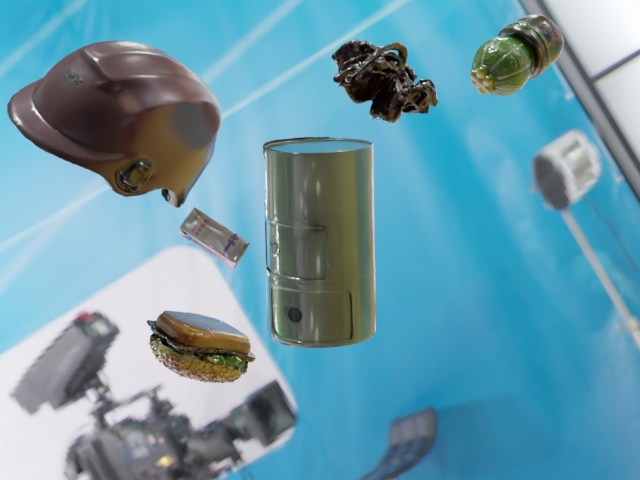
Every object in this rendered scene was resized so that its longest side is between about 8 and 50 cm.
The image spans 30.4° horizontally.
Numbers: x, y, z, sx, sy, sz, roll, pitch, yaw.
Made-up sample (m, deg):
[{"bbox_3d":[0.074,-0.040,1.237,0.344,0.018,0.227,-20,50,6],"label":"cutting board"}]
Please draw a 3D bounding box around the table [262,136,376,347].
[{"bbox_3d":[0.000,0.000,1.326,0.126,0.220,0.126,0,13,0],"label":"table"}]

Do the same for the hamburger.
[{"bbox_3d":[-0.188,0.171,1.821,0.166,0.087,0.137,15,8,-39],"label":"hamburger"}]

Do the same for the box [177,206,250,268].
[{"bbox_3d":[-0.182,-0.004,2.005,0.050,0.117,0.036,-60,3,-26],"label":"box"}]

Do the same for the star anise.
[{"bbox_3d":[0.119,-0.281,2.063,0.126,0.190,0.220,-47,22,15],"label":"star anise"}]

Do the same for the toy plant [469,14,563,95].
[{"bbox_3d":[0.293,-0.277,1.790,0.162,0.093,0.093,-39,3,-28],"label":"toy plant"}]

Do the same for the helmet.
[{"bbox_3d":[-0.291,-0.202,1.815,0.197,0.271,0.338,-52,-39,13],"label":"helmet"}]
